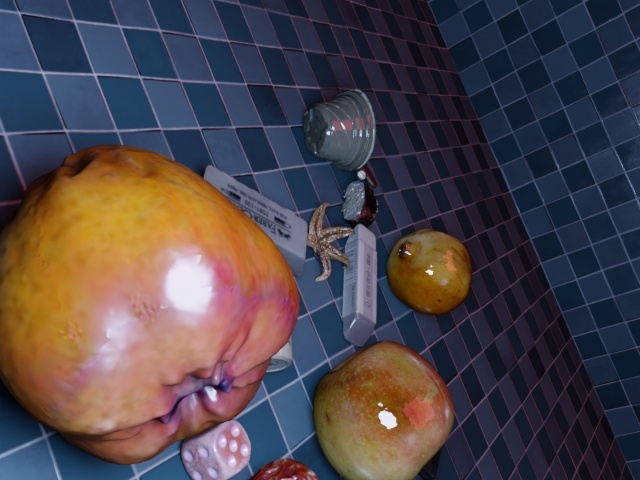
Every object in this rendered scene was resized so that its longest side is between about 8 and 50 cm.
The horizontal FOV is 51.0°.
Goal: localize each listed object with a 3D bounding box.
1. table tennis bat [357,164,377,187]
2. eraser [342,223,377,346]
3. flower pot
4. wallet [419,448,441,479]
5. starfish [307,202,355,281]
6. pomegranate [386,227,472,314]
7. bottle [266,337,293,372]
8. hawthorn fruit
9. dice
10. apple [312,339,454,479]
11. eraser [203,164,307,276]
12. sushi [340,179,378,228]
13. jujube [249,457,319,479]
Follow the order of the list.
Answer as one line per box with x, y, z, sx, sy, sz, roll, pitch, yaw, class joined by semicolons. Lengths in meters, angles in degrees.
0.129;-0.214;2.032;0.138;0.022;0.246;56;12;-7;table tennis bat
0.107;0.116;1.822;0.089;0.061;0.352;36;43;-38;eraser
0.040;-0.310;1.893;0.140;0.235;0.236;-3;71;-32;flower pot
0.217;0.478;1.761;0.318;0.045;0.172;52;32;-18;wallet
-0.004;0.003;1.751;0.237;0.057;0.213;0;73;-36;starfish
0.317;0.082;1.969;0.264;0.264;0.265;32;45;-40;pomegranate
-0.118;0.156;1.438;0.110;0.109;0.233;26;51;-44;bottle
-0.284;0.082;1.002;0.471;0.471;0.472;32;45;-40;hawthorn fruit
-0.188;0.379;1.212;0.094;0.093;0.091;-25;90;-57;dice
0.131;0.372;1.475;0.277;0.319;0.319;46;32;8;apple
-0.145;-0.041;1.538;0.352;0.077;0.111;31;46;-35;eraser
0.115;-0.100;1.950;0.078;0.090;0.150;42;37;-38;sushi
-0.090;0.509;1.221;0.155;0.155;0.230;57;40;-12;jujube
